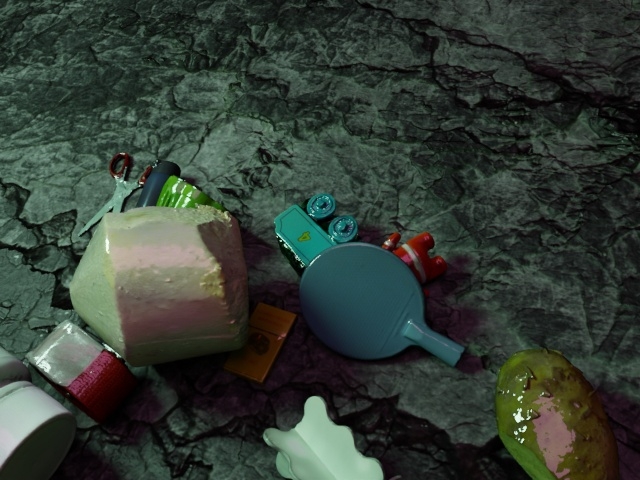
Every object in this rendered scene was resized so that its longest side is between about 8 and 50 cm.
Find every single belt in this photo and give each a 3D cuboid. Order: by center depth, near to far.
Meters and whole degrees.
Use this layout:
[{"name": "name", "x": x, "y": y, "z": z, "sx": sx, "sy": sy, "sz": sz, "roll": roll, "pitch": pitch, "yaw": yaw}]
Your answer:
[{"name": "belt", "x": -0.433, "y": 0.233, "z": 1.352, "sx": 0.200, "sy": 0.128, "sz": 0.124, "roll": 31, "pitch": 62, "yaw": 20}]

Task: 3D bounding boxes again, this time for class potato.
[{"name": "potato", "x": 0.384, "y": 0.312, "z": 1.198, "sx": 0.176, "sy": 0.141, "sz": 0.298, "roll": -18, "pitch": 53, "yaw": 4}]

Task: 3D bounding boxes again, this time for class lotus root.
[{"name": "lotus root", "x": -0.281, "y": -0.020, "z": 1.516, "sx": 0.186, "sy": 0.186, "sz": 0.186, "roll": -3, "pitch": 53, "yaw": 4}]

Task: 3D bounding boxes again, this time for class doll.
[{"name": "doll", "x": 0.130, "y": 0.075, "z": 1.432, "sx": 0.245, "sy": 0.076, "sz": 0.142, "roll": -29, "pitch": 88, "yaw": -12}]

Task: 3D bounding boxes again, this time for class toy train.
[{"name": "toy train", "x": 0.000, "y": 0.000, "z": 1.497, "sx": 0.154, "sy": 0.107, "sz": 0.198, "roll": -36, "pitch": 57, "yaw": -10}]

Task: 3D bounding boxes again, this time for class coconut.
[{"name": "coconut", "x": -0.293, "y": 0.079, "z": 1.339, "sx": 0.309, "sy": 0.298, "sz": 0.298, "roll": -4, "pitch": 52, "yaw": -11}]

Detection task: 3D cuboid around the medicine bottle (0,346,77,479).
[{"name": "medicine bottle", "x": -0.598, "y": 0.298, "z": 1.252, "sx": 0.301, "sy": 0.241, "sz": 0.241, "roll": 30, "pitch": 62, "yaw": 14}]

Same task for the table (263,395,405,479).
[{"name": "table", "x": 0.010, "y": 0.370, "z": 1.195, "sx": 0.166, "sy": 0.167, "sz": 0.198, "roll": -34, "pitch": 49, "yaw": -18}]

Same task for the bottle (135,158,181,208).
[{"name": "bottle", "x": -0.363, "y": -0.070, "z": 1.604, "sx": 0.072, "sy": 0.082, "sz": 0.245, "roll": -26, "pitch": 42, "yaw": 41}]

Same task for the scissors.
[{"name": "scissors", "x": -0.457, "y": -0.099, "z": 1.671, "sx": 0.144, "sy": 0.017, "sz": 0.248, "roll": 13, "pitch": 57, "yaw": 16}]

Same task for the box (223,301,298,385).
[{"name": "box", "x": -0.113, "y": 0.197, "z": 1.411, "sx": 0.086, "sy": 0.023, "sz": 0.155, "roll": 19, "pitch": 58, "yaw": 16}]

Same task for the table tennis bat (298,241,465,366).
[{"name": "table tennis bat", "x": 0.114, "y": 0.134, "z": 1.362, "sx": 0.329, "sy": 0.044, "sz": 0.215, "roll": 29, "pitch": 96, "yaw": 4}]
